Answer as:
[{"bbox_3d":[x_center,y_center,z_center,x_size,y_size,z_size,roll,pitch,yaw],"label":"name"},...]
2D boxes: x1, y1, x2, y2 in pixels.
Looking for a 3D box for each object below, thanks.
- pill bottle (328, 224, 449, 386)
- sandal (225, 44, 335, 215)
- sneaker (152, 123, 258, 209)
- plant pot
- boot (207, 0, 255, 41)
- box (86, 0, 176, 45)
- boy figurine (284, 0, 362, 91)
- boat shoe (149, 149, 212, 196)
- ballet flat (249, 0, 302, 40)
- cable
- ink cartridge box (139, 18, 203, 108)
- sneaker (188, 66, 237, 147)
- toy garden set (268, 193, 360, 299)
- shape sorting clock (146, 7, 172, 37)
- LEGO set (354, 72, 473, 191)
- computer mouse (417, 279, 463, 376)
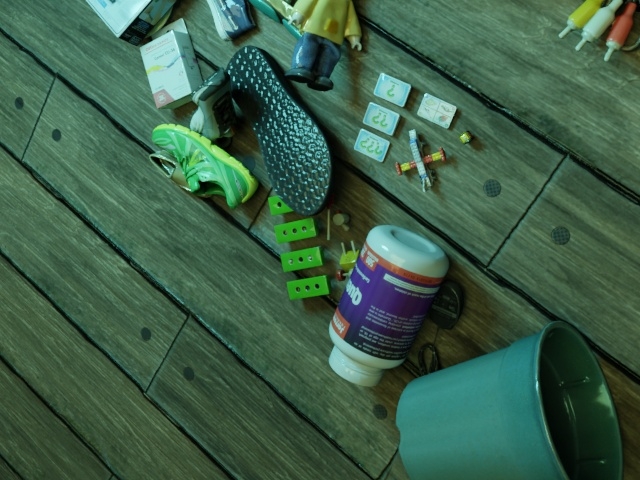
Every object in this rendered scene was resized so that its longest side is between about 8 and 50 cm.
[{"bbox_3d":[0.132,0.142,1.599,0.181,0.181,0.323,30,109,21],"label":"pill bottle"},{"bbox_3d":[-0.070,-0.256,1.708,0.167,0.107,0.446,-37,67,28],"label":"sandal"},{"bbox_3d":[-0.291,-0.178,1.787,0.295,0.109,0.123,32,81,13],"label":"sneaker"},{"bbox_3d":[0.349,0.358,1.453,0.334,0.341,0.341,-21,87,36],"label":"plant pot"},{"bbox_3d":[-0.217,-0.568,1.756,0.086,0.069,0.190,-19,96,21],"label":"boot"},{"bbox_3d":[-0.416,-0.633,1.800,0.290,0.087,0.169,-42,77,13],"label":"box"},{"bbox_3d":[0.021,-0.462,1.598,0.092,0.177,0.285,15,86,62],"label":"boy figurine"},{"bbox_3d":[-0.348,-0.162,1.870,0.190,0.072,0.068,30,109,21],"label":"boat shoe"},{"bbox_3d":[-0.072,-0.512,1.689,0.232,0.080,0.073,43,86,14],"label":"ballet flat"},{"bbox_3d":[0.563,-0.459,1.354,0.139,0.072,0.287,33,110,14],"label":"cable"},{"bbox_3d":[-0.368,-0.434,1.845,0.115,0.067,0.198,-18,88,29],"label":"ink cartridge box"},{"bbox_3d":[-0.230,-0.301,1.722,0.108,0.271,0.100,42,70,5],"label":"sneaker"},{"bbox_3d":[0.000,0.000,1.727,0.203,0.049,0.244,-12,91,30],"label":"toy garden set"},{"bbox_3d":[-0.452,-0.605,1.880,0.206,0.040,0.206,0,89,18],"label":"shape sorting clock"},{"bbox_3d":[0.192,-0.223,1.590,0.244,0.060,0.182,30,113,21],"label":"LEGO set"},{"bbox_3d":[0.261,0.196,1.627,0.071,0.041,0.242,26,115,31],"label":"computer mouse"}]
